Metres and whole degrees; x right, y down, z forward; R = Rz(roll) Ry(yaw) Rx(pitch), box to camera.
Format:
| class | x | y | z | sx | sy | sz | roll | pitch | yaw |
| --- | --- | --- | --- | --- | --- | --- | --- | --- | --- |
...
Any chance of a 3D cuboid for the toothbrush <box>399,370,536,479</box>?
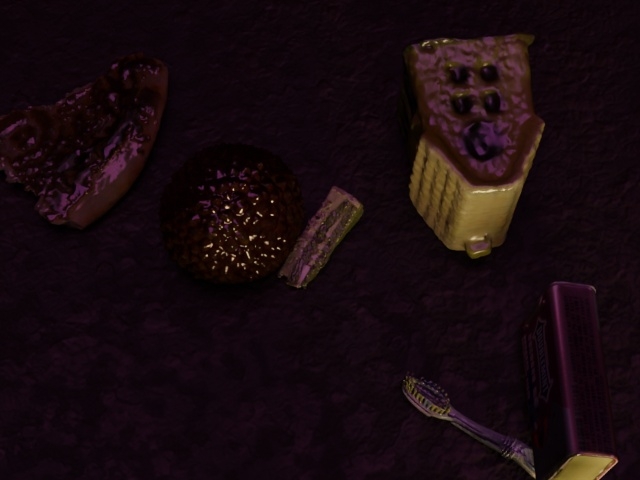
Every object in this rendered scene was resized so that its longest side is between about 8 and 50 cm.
| class | x | y | z | sx | sy | sz | roll | pitch | yaw |
| --- | --- | --- | --- | --- | --- | --- | --- | --- | --- |
| toothbrush | 0.269 | 0.274 | 1.569 | 0.413 | 0.042 | 0.035 | 32 | 70 | 10 |

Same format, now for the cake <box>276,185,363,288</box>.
| class | x | y | z | sx | sy | sz | roll | pitch | yaw |
| --- | --- | --- | --- | --- | --- | --- | --- | --- | --- |
| cake | 0.000 | 0.000 | 1.691 | 0.051 | 0.055 | 0.140 | 34 | 89 | 12 |

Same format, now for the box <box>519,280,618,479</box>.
| class | x | y | z | sx | sy | sz | roll | pitch | yaw |
| --- | --- | --- | --- | --- | --- | --- | --- | --- | --- |
| box | 0.285 | 0.171 | 1.547 | 0.069 | 0.120 | 0.224 | 8 | 55 | -12 |

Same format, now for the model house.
| class | x | y | z | sx | sy | sz | roll | pitch | yaw |
| --- | --- | --- | --- | --- | --- | --- | --- | --- | --- |
| model house | 0.196 | -0.112 | 1.648 | 0.175 | 0.193 | 0.234 | -9 | 67 | -7 |

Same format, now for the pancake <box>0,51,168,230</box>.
| class | x | y | z | sx | sy | sz | roll | pitch | yaw |
| --- | --- | --- | --- | --- | --- | --- | --- | --- | --- |
| pancake | -0.334 | -0.136 | 1.744 | 0.244 | 0.057 | 0.266 | 8 | 63 | 13 |

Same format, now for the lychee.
| class | x | y | z | sx | sy | sz | roll | pitch | yaw |
| --- | --- | --- | --- | --- | --- | --- | --- | --- | --- |
| lychee | -0.111 | -0.039 | 1.625 | 0.188 | 0.188 | 0.188 | 0 | 67 | 0 |
